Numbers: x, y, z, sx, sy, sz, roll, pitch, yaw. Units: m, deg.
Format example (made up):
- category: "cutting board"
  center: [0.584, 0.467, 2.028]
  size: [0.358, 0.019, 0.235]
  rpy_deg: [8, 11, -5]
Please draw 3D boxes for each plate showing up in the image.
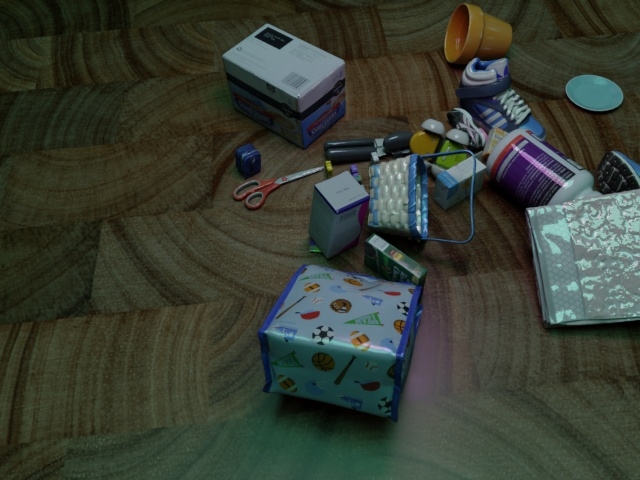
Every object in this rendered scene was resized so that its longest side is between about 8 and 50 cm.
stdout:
- category: "plate"
  center: [0.938, -0.501, 2.022]
  size: [0.188, 0.024, 0.188]
  rpy_deg: [-1, 54, 1]

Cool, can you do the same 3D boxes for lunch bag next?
- category: "lunch bag"
  center: [-0.224, -0.251, 1.851]
  size: [0.067, 0.098, 0.065]
  rpy_deg: [-30, 60, -24]
- category: "lunch bag"
  center: [0.068, 0.209, 1.408]
  size: [0.327, 0.239, 0.385]
  rpy_deg: [9, 32, 11]

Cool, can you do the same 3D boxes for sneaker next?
- category: "sneaker"
  center: [0.464, -0.360, 1.914]
  size: [0.077, 0.072, 0.178]
  rpy_deg: [-28, 56, -15]
- category: "sneaker"
  center: [0.586, -0.453, 1.872]
  size: [0.323, 0.236, 0.130]
  rpy_deg: [36, 63, 26]
- category: "sneaker"
  center: [0.951, -0.140, 1.713]
  size: [0.147, 0.130, 0.330]
  rpy_deg: [-16, 57, -27]

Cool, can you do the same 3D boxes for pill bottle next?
- category: "pill bottle"
  center: [0.647, -0.170, 1.696]
  size: [0.181, 0.181, 0.323]
  rpy_deg: [-31, 58, -19]

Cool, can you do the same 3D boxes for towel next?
- category: "towel"
  center: [0.710, 0.046, 1.508]
  size: [0.317, 0.053, 0.332]
  rpy_deg: [-8, 78, 9]
- category: "towel"
  center: [0.000, 0.000, 1.710]
  size: [0.060, 0.009, 0.083]
  rpy_deg: [2, 55, 3]

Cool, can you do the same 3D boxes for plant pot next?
- category: "plant pot"
  center: [0.575, -0.730, 2.116]
  size: [0.188, 0.205, 0.205]
  rpy_deg: [5, 53, -13]

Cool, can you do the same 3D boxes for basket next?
- category: "basket"
  center: [0.283, -0.123, 1.637]
  size: [0.289, 0.201, 0.255]
  rpy_deg: [2, 84, 25]

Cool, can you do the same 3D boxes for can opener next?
- category: "can opener"
  center: [0.155, -0.310, 1.875]
  size: [0.283, 0.095, 0.076]
  rpy_deg: [-5, 53, -9]

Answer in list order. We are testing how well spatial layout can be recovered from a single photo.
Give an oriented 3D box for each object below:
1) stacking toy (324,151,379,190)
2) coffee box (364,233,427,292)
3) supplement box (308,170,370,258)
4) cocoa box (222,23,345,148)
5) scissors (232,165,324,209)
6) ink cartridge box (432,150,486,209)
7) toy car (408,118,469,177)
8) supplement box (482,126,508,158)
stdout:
- category: "stacking toy"
  center: [0.115, -0.171, 1.809]
  size: [0.167, 0.052, 0.221]
  rpy_deg: [-12, 56, -4]
- category: "coffee box"
  center: [0.200, 0.070, 1.585]
  size: [0.184, 0.113, 0.040]
  rpy_deg: [36, 62, 24]
- category: "supplement box"
  center: [0.047, -0.067, 1.617]
  size: [0.111, 0.220, 0.114]
  rpy_deg: [-25, 60, -23]
- category: "cocoa box"
  center: [-0.115, -0.515, 1.959]
  size: [0.347, 0.228, 0.231]
  rpy_deg: [34, 62, 24]
- category: "scissors"
  center: [-0.134, -0.191, 1.850]
  size: [0.297, 0.021, 0.109]
  rpy_deg: [-33, 57, -18]
- category: "ink cartridge box"
  center: [0.429, -0.180, 1.761]
  size: [0.181, 0.104, 0.061]
  rpy_deg: [-30, 58, -17]
- category: "toy car"
  center: [0.364, -0.284, 1.830]
  size: [0.182, 0.159, 0.136]
  rpy_deg: [22, 15, 2]
- category: "supplement box"
  center: [0.556, -0.300, 1.854]
  size: [0.062, 0.036, 0.098]
  rpy_deg: [24, 74, -13]
